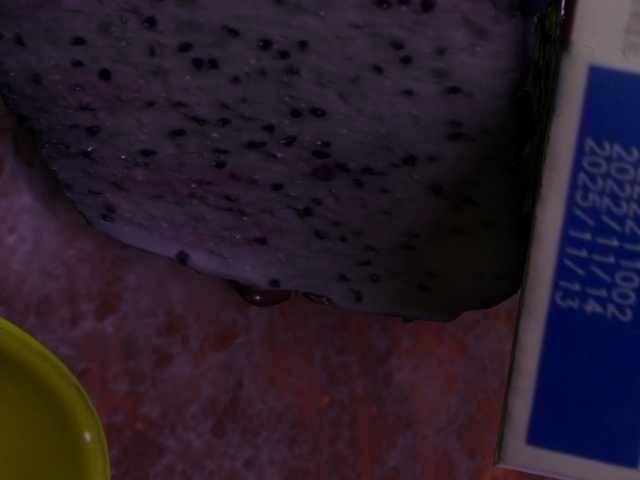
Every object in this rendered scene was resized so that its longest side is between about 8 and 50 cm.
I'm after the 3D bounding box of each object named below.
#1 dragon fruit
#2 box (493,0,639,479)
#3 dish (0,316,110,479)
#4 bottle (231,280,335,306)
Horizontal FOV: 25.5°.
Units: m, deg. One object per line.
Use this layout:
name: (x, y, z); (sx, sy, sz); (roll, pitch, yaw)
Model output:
dragon fruit: (-0.003, -0.118, 0.571); (0.283, 0.221, 0.204); (75, 20, -57)
box: (0.141, -0.056, 0.612); (0.343, 0.065, 0.200); (-49, 148, -67)
dish: (-0.220, 0.087, 0.528); (0.221, 0.108, 0.262); (-48, 121, -16)
bottle: (-0.001, -0.002, 0.692); (0.101, 0.047, 0.063); (-26, 84, -22)
